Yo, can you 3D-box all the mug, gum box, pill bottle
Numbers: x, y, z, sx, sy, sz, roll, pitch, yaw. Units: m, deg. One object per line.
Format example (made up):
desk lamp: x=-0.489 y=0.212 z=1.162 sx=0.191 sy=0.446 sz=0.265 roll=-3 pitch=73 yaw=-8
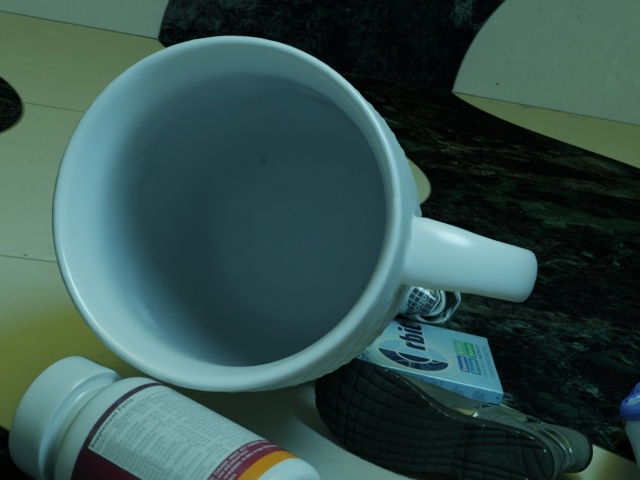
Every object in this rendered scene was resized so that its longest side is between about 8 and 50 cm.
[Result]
mug: x=0.000 y=0.000 z=1.210 sx=0.374 sy=0.276 sz=0.328 roll=10 pitch=-3 yaw=11
gum box: x=0.090 y=0.127 z=1.469 sx=0.184 sy=0.041 sz=0.157 roll=14 pitch=16 yaw=-4
pill bottle: x=-0.117 y=0.174 z=1.030 sx=0.221 sy=0.121 sz=0.121 roll=23 pitch=20 yaw=28

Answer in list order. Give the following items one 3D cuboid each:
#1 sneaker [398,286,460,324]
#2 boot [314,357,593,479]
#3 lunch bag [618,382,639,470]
sneaker: x=0.118 y=0.061 z=1.601 sx=0.095 sy=0.090 sz=0.235 roll=30 pitch=7 yaw=19
boot: x=0.125 y=0.177 z=1.323 sx=0.246 sy=0.083 sz=0.161 roll=21 pitch=6 yaw=21
lunch bag: x=0.439 y=0.147 z=1.307 sx=0.303 sy=0.115 sz=0.243 roll=-19 pitch=-6 yaw=19
